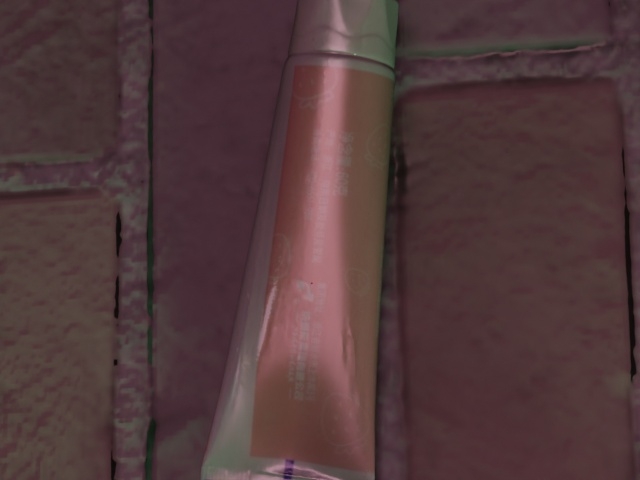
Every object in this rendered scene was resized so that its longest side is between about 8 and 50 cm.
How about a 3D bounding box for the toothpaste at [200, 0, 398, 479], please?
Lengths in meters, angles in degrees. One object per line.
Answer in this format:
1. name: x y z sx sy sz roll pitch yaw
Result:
1. toothpaste: 0.000 0.000 0.715 0.067 0.043 0.194 7 83 9
